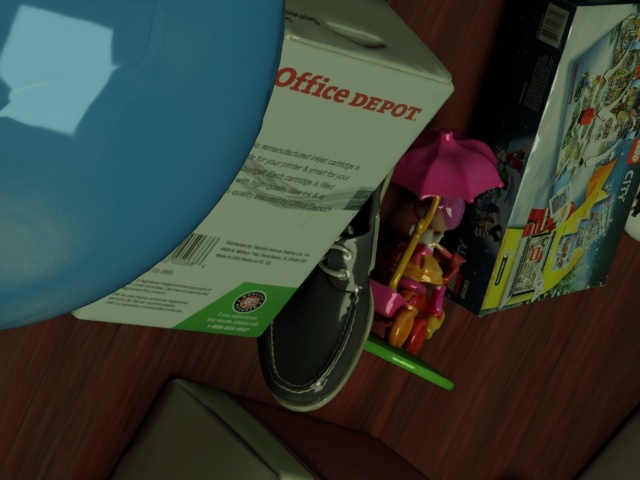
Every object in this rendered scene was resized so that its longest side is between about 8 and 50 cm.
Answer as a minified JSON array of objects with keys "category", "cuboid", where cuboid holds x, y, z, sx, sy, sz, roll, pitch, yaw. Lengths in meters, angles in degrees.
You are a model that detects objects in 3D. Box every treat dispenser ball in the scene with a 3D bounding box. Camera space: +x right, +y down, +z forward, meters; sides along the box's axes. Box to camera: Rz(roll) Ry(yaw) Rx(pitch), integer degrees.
[{"category":"treat dispenser ball","cuboid":[-0.158,-0.103,0.784,0.288,0.288,0.288,-24,131,-30]}]

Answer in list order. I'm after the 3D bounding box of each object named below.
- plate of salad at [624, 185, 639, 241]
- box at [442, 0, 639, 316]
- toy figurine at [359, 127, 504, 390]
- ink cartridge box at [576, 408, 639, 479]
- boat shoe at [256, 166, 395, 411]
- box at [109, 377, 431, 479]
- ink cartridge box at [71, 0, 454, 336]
[{"category":"plate of salad","cuboid":[0.327,-0.049,1.420,0.200,0.048,0.200,-18,151,-10]},{"category":"box","cuboid":[0.176,-0.068,1.301,0.159,0.044,0.233,-10,124,-47]},{"category":"toy figurine","cuboid":[0.067,0.004,1.225,0.159,0.130,0.173,-64,161,-3]},{"category":"ink cartridge box","cuboid":[0.368,0.211,1.591,0.232,0.168,0.171,-47,139,-8]},{"category":"boat shoe","cuboid":[0.000,0.000,1.125,0.065,0.075,0.206,58,44,-69]},{"category":"box","cuboid":[-0.026,0.205,1.246,0.232,0.127,0.148,22,101,-49]},{"category":"ink cartridge box","cuboid":[-0.047,-0.050,1.040,0.153,0.087,0.208,11,126,-47]}]
